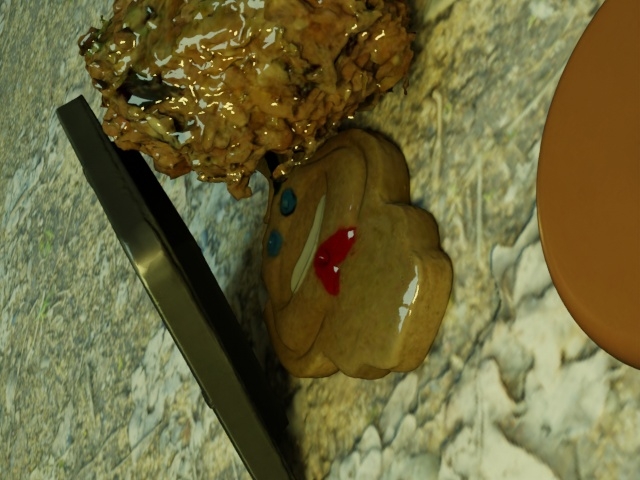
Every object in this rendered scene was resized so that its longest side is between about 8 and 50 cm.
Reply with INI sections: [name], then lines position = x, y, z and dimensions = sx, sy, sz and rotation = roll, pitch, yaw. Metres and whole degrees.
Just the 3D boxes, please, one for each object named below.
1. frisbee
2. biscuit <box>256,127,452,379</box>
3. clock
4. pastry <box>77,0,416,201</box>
[frisbee]
position = 0.195, -0.053, 0.603
dimensions = 0.251, 0.021, 0.251
rotation = -34, 50, 51
[biscuit]
position = 0.002, -0.009, 0.895
dimensions = 0.183, 0.047, 0.320
rotation = -54, 36, 31
[clock]
position = -0.105, 0.040, 0.900
dimensions = 0.279, 0.049, 0.273
rotation = 51, 167, 54
[pastry]
position = -0.061, -0.165, 0.854
dimensions = 0.275, 0.275, 0.193
rotation = -119, 5, -49
